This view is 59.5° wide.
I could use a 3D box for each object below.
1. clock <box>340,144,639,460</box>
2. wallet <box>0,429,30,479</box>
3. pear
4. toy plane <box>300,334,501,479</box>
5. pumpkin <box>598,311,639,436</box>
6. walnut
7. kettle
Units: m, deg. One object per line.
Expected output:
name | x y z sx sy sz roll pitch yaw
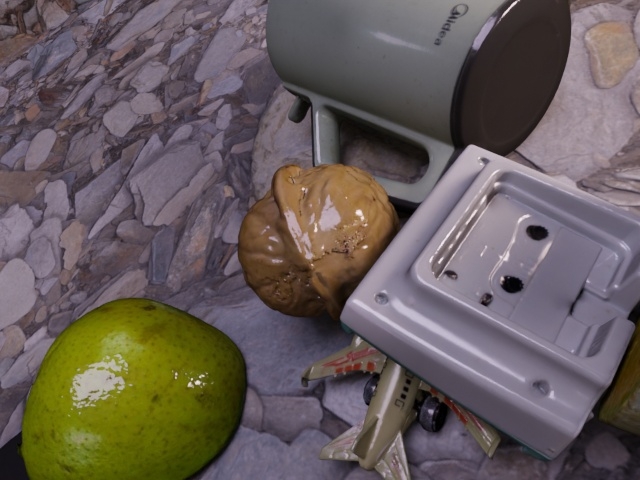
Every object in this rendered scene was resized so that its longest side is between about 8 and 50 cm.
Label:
clock | 0.185 0.030 0.542 0.231 0.116 0.262 32 59 17
wallet | -0.395 0.302 0.776 0.244 0.025 0.124 -42 47 -6
pear | -0.219 0.187 0.698 0.239 0.139 0.288 5 53 13
toy plane | 0.094 0.138 0.598 0.229 0.092 0.244 13 61 37
pumpkin | 0.364 0.031 0.401 0.199 0.332 0.332 24 68 23
walnut | 0.000 0.000 0.673 0.198 0.198 0.245 -24 7 10
kettle | 0.102 -0.230 0.806 0.377 0.250 0.361 36 97 39
